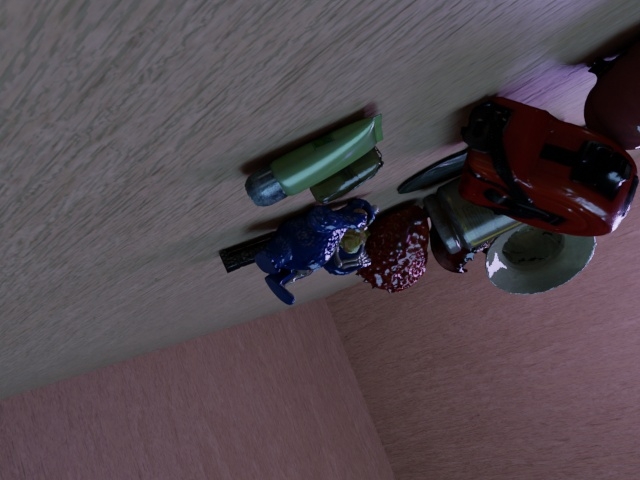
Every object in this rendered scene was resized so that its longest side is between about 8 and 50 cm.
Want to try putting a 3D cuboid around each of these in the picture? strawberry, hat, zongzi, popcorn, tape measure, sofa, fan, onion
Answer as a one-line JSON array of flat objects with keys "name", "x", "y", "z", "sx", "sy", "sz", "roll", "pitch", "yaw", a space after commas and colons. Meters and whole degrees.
[{"name": "strawberry", "x": 0.192, "y": 0.011, "z": 1.332, "sx": 0.205, "sy": 0.205, "sz": 0.244, "roll": -16, "pitch": 150, "yaw": -34}, {"name": "hat", "x": 0.505, "y": -0.002, "z": 1.270, "sx": 0.257, "sy": 0.130, "sz": 0.257, "roll": -1, "pitch": 129, "yaw": -1}, {"name": "zongzi", "x": 0.033, "y": -0.092, "z": 0.726, "sx": 0.104, "sy": 0.052, "sz": 0.113, "roll": -28, "pitch": -176, "yaw": 3}, {"name": "popcorn", "x": 0.066, "y": 0.004, "z": 1.258, "sx": 0.097, "sy": 0.089, "sz": 0.109, "roll": 14, "pitch": 158, "yaw": 0}, {"name": "tape measure", "x": 0.330, "y": -0.094, "z": 0.792, "sx": 0.114, "sy": 0.260, "sz": 0.253, "roll": -66, "pitch": 167, "yaw": -4}, {"name": "sofa", "x": -0.134, "y": 0.023, "z": 1.024, "sx": 0.118, "sy": 0.039, "sz": 0.060, "roll": -21, "pitch": 172, "yaw": -11}, {"name": "fan", "x": 0.244, "y": -0.143, "z": 1.026, "sx": 0.223, "sy": 0.012, "sz": 0.294, "roll": -24, "pitch": 171, "yaw": 20}, {"name": "onion", "x": 0.362, "y": -0.059, "z": 1.367, "sx": 0.272, "sy": 0.195, "sz": 0.272, "roll": -55, "pitch": 169, "yaw": -16}]

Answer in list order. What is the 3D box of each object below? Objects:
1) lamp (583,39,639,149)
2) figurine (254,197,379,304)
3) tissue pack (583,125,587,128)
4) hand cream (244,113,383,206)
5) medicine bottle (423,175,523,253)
[{"name": "lamp", "x": 0.444, "y": -0.211, "z": 0.723, "sx": 0.182, "sy": 0.140, "sz": 0.182, "roll": -36, "pitch": 165, "yaw": -12}, {"name": "figurine", "x": -0.005, "y": -0.003, "z": 0.973, "sx": 0.262, "sy": 0.121, "sz": 0.164, "roll": -25, "pitch": 136, "yaw": -32}, {"name": "tissue pack", "x": 0.593, "y": -0.155, "z": 1.304, "sx": 0.136, "sy": 0.159, "sz": 0.246, "roll": -22, "pitch": 172, "yaw": 7}, {"name": "hand cream", "x": -0.006, "y": -0.094, "z": 0.624, "sx": 0.175, "sy": 0.046, "sz": 0.095, "roll": -29, "pitch": 170, "yaw": 4}, {"name": "medicine bottle", "x": 0.392, "y": -0.101, "z": 1.118, "sx": 0.322, "sy": 0.151, "sz": 0.151, "roll": -27, "pitch": 170, "yaw": 12}]
